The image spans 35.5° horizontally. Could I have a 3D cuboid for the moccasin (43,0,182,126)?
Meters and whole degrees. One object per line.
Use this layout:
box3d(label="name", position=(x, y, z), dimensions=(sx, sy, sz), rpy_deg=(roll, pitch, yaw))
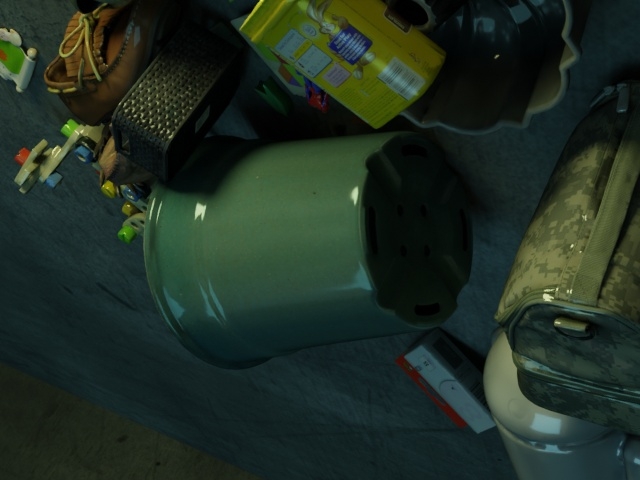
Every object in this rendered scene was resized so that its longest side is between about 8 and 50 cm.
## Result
box3d(label="moccasin", position=(-0.302, -0.269, 1.395), dimensions=(0.147, 0.139, 0.380), rpy_deg=(32, 165, -21))

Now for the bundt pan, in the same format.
box3d(label="bundt pan", position=(0.111, -0.259, 0.970), dimensions=(0.331, 0.124, 0.330), rpy_deg=(24, 153, 13))

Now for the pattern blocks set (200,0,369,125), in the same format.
box3d(label="pattern blocks set", position=(-0.015, -0.241, 1.243), dimensions=(0.285, 0.026, 0.325), rpy_deg=(39, 153, -14))

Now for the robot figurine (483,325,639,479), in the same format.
box3d(label="robot figurine", position=(0.327, 0.221, 1.289), dimensions=(0.300, 0.200, 0.353), rpy_deg=(39, 161, 49))

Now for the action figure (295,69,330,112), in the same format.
box3d(label="action figure", position=(-0.007, -0.195, 1.251), dimensions=(0.038, 0.030, 0.115), rpy_deg=(25, 159, 25))

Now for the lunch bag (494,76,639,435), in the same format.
box3d(label="lunch bag", position=(0.316, 0.014, 1.039), dimensions=(0.213, 0.305, 0.256), rpy_deg=(14, 153, 25))

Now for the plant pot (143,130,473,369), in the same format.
box3d(label="plant pot", position=(0.000, 0.000, 1.347), dimensions=(0.334, 0.341, 0.341), rpy_deg=(-8, 135, 40))

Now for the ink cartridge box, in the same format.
box3d(label="ink cartridge box", position=(0.220, 0.269, 1.805), dimensions=(0.189, 0.066, 0.232), rpy_deg=(46, 150, 4))

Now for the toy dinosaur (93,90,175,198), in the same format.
box3d(label="toy dinosaur", position=(-0.280, -0.132, 1.497), dimensions=(0.200, 0.295, 0.127), rpy_deg=(-25, 99, 13))

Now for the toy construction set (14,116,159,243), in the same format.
box3d(label="toy construction set", position=(-0.361, -0.101, 1.736), dimensions=(0.328, 0.151, 0.215), rpy_deg=(26, 156, -15))

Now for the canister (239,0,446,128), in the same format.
box3d(label="canister", position=(0.021, -0.192, 0.961), dimensions=(0.170, 0.073, 0.126), rpy_deg=(36, 154, -12))

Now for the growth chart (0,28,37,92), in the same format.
box3d(label="growth chart", position=(-0.577, -0.340, 1.672), dimensions=(0.237, 0.021, 0.172), rpy_deg=(32, 153, -2))

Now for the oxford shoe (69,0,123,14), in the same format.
box3d(label="oxford shoe", position=(-0.222, -0.346, 1.142), dimensions=(0.348, 0.123, 0.130), rpy_deg=(2, 119, 61))

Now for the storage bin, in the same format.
box3d(label="storage bin", position=(-0.184, -0.181, 1.306), dimensions=(0.084, 0.180, 0.122), rpy_deg=(31, 158, 4))
